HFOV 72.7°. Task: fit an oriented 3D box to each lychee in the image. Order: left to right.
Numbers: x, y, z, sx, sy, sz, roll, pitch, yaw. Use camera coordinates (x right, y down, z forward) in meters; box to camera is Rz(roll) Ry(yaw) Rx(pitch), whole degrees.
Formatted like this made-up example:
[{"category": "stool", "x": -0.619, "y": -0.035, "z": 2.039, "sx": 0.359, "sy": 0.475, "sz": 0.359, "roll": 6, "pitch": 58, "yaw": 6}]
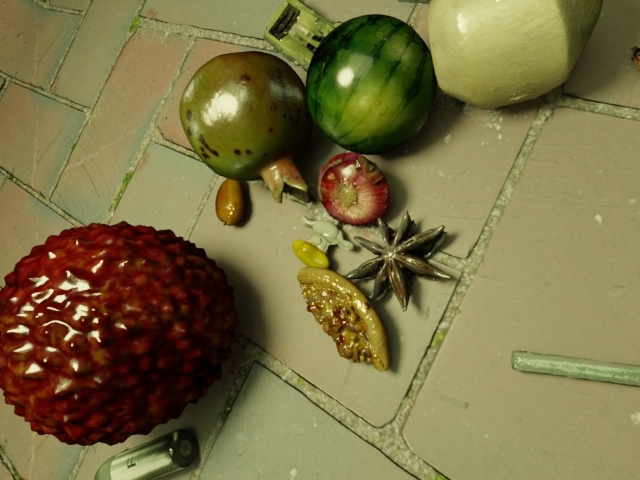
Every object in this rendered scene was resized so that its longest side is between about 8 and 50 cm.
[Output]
[{"category": "lychee", "x": -0.410, "y": 0.173, "z": 0.840, "sx": 0.499, "sy": 0.424, "sz": 0.425, "roll": -11, "pitch": 69, "yaw": -4}]

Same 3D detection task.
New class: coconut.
[{"category": "coconut", "x": 0.312, "y": -0.343, "z": 0.702, "sx": 0.247, "sy": 0.245, "sz": 0.245, "roll": -6, "pitch": 73, "yaw": 26}]

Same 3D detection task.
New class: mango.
[{"category": "mango", "x": -0.207, "y": -0.092, "z": 1.018, "sx": 0.077, "sy": 0.063, "sz": 0.127, "roll": -15, "pitch": 64, "yaw": 29}]

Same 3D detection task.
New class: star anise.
[{"category": "star anise", "x": 0.143, "y": 0.040, "z": 0.789, "sx": 0.204, "sy": 0.061, "sz": 0.181, "roll": -46, "pitch": 55, "yaw": 11}]

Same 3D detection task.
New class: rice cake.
[{"category": "rice cake", "x": 0.390, "y": 0.187, "z": 0.633, "sx": 0.207, "sy": 0.033, "sz": 0.033, "roll": 0, "pitch": 75, "yaw": 28}]

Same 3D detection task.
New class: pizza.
[{"category": "pizza", "x": 0.040, "y": 0.137, "z": 0.798, "sx": 0.127, "sy": 0.058, "sz": 0.246, "roll": -46, "pitch": 67, "yaw": 38}]

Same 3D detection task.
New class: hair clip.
[{"category": "hair clip", "x": -0.015, "y": -0.455, "z": 1.001, "sx": 0.138, "sy": 0.091, "sz": 0.321, "roll": -53, "pitch": 47, "yaw": 16}]

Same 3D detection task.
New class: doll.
[{"category": "doll", "x": -0.006, "y": -0.003, "z": 0.886, "sx": 0.113, "sy": 0.071, "sz": 0.135, "roll": -35, "pitch": 58, "yaw": 7}]

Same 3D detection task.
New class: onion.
[{"category": "onion", "x": 0.076, "y": -0.111, "z": 0.856, "sx": 0.150, "sy": 0.140, "sz": 0.150, "roll": 15, "pitch": 126, "yaw": 21}]

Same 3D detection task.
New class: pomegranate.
[{"category": "pomegranate", "x": -0.140, "y": -0.216, "z": 0.915, "sx": 0.290, "sy": 0.291, "sz": 0.323, "roll": -10, "pitch": 102, "yaw": 26}]

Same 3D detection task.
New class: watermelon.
[{"category": "watermelon", "x": 0.093, "y": -0.284, "z": 0.805, "sx": 0.242, "sy": 0.242, "sz": 0.242, "roll": -8, "pitch": 73, "yaw": 27}]

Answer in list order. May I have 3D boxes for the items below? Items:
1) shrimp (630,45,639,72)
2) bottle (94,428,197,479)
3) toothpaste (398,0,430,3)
[{"category": "shrimp", "x": 0.546, "y": -0.271, "z": 0.679, "sx": 0.091, "sy": 0.025, "sz": 0.127, "roll": -36, "pitch": 67, "yaw": 15}, {"category": "bottle", "x": -0.383, "y": 0.480, "z": 0.950, "sx": 0.253, "sy": 0.079, "sz": 0.096, "roll": -29, "pitch": 27, "yaw": 19}, {"category": "toothpaste", "x": 0.240, "y": -0.526, "z": 0.889, "sx": 0.193, "sy": 0.070, "sz": 0.044, "roll": 23, "pitch": 86, "yaw": 31}]
